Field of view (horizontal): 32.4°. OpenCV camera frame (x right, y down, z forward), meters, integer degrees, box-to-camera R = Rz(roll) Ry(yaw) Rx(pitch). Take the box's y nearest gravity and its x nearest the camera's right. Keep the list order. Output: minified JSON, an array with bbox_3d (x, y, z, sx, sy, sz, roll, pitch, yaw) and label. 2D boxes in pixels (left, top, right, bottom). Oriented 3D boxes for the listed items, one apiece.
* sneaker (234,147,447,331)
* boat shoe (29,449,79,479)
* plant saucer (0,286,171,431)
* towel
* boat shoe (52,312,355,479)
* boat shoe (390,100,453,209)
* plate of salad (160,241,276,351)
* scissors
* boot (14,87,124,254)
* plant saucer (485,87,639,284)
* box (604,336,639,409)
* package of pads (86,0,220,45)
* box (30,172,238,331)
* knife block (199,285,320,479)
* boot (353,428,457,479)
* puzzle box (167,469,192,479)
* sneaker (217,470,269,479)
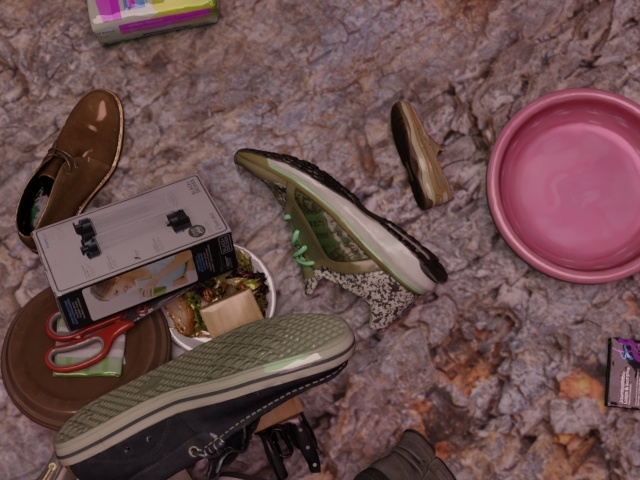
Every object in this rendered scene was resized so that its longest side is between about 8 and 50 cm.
[{"bbox_3d":[0.000,0.000,1.812,0.410,0.158,0.182,38,99,11],"label":"sneaker"},{"bbox_3d":[-0.420,0.401,1.745,0.091,0.109,0.305,30,75,16],"label":"boat shoe"},{"bbox_3d":[-0.381,0.174,1.778,0.278,0.041,0.277,0,61,0],"label":"plant saucer"},{"bbox_3d":[-0.367,0.144,1.757,0.113,0.023,0.152,-2,61,1],"label":"towel"},{"bbox_3d":[-0.156,0.248,1.599,0.500,0.187,0.156,-27,105,18],"label":"boat shoe"},{"bbox_3d":[0.176,-0.150,1.874,0.072,0.068,0.190,-16,90,-15],"label":"boat shoe"},{"bbox_3d":[-0.173,0.096,1.831,0.200,0.048,0.199,0,79,0],"label":"plate of salad"},{"bbox_3d":[-0.296,0.128,1.749,0.297,0.021,0.109,-15,62,-9],"label":"scissors"},{"bbox_3d":[-0.417,-0.125,1.837,0.112,0.115,0.305,21,78,8],"label":"boot"},{"bbox_3d":[0.439,-0.087,1.848,0.332,0.084,0.332,0,81,0],"label":"plant saucer"},{"bbox_3d":[0.554,0.226,1.819,0.162,0.029,0.116,7,79,0],"label":"box"},{"bbox_3d":[-0.301,-0.506,1.911,0.229,0.101,0.296,-12,81,-2],"label":"package of pads"},{"bbox_3d":[-0.298,0.015,1.765,0.290,0.087,0.169,-21,46,-15],"label":"box"},{"bbox_3d":[-0.082,0.239,1.714,0.088,0.275,0.242,-24,51,-5],"label":"knife block"},{"bbox_3d":[0.172,0.426,1.732,0.161,0.083,0.246,-28,83,-42],"label":"boot"},{"bbox_3d":[-0.227,0.573,1.684,0.272,0.052,0.409,-28,79,-34],"label":"puzzle box"},{"bbox_3d":[-0.054,0.493,1.722,0.296,0.124,0.178,24,67,3],"label":"sneaker"}]
